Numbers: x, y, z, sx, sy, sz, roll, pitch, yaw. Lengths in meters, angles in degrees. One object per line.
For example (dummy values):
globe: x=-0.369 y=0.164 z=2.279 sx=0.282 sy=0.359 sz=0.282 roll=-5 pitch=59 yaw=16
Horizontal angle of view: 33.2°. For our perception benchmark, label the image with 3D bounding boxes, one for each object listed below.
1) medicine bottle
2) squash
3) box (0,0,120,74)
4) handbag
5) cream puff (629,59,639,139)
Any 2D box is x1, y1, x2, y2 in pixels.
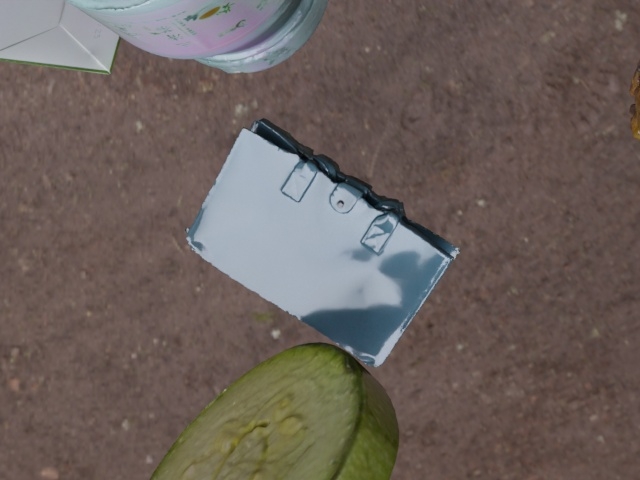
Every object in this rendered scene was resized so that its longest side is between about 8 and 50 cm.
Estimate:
medicine bottle: x=-0.119 y=-0.293 z=1.027 sx=0.245 sy=0.245 sz=0.290 roll=-31 pitch=167 yaw=12
squash: x=-0.053 y=0.188 z=0.862 sx=0.252 sy=0.252 sz=0.049 roll=-34 pitch=116 yaw=14
box: x=-0.331 y=-0.321 z=1.276 sx=0.178 sy=0.148 sz=0.194 roll=-1 pitch=120 yaw=-43
handbag: x=0.000 y=0.000 z=0.976 sx=0.221 sy=0.057 sz=0.144 roll=33 pitch=120 yaw=5
cream puff: x=0.461 y=-0.125 z=1.041 sx=0.327 sy=0.342 sz=0.231 roll=-2 pitch=155 yaw=36
